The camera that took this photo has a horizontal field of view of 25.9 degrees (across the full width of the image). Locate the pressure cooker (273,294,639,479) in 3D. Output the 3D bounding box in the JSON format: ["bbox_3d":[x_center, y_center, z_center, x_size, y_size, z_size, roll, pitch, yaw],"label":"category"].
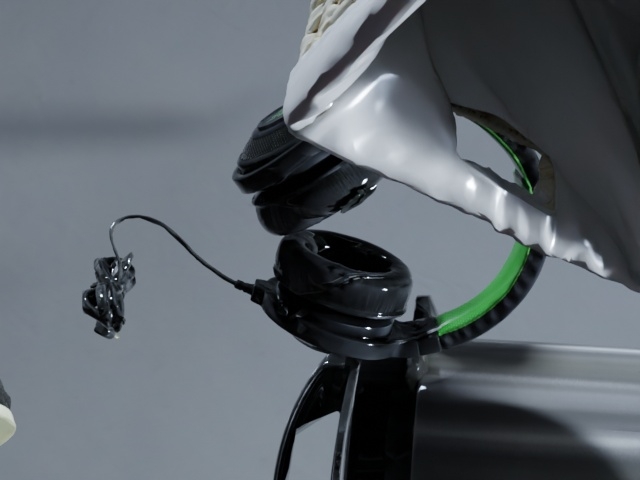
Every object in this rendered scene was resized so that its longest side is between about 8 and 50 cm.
[{"bbox_3d":[0.160,0.269,1.358,0.421,0.375,0.369,2,45,6],"label":"pressure cooker"}]

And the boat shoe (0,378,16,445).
[{"bbox_3d":[-0.199,0.094,0.623,0.133,0.049,0.042,-30,57,7],"label":"boat shoe"}]

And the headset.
[{"bbox_3d":[0.000,0.000,1.175,0.394,0.185,0.243,-10,107,4],"label":"headset"}]

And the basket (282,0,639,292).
[{"bbox_3d":[0.198,-0.179,0.885,0.328,0.331,0.266,23,55,-20],"label":"basket"}]
